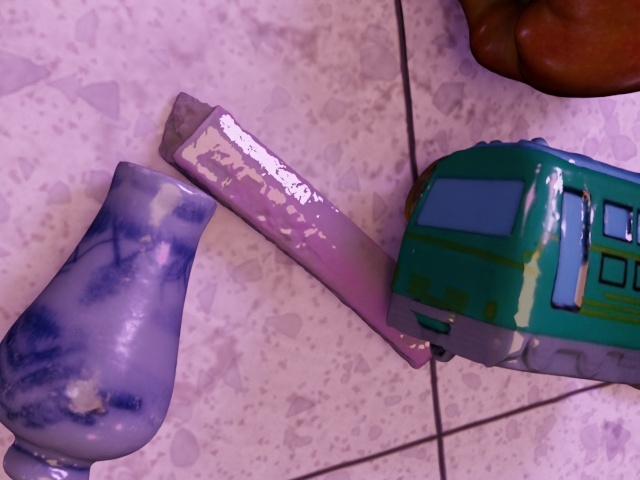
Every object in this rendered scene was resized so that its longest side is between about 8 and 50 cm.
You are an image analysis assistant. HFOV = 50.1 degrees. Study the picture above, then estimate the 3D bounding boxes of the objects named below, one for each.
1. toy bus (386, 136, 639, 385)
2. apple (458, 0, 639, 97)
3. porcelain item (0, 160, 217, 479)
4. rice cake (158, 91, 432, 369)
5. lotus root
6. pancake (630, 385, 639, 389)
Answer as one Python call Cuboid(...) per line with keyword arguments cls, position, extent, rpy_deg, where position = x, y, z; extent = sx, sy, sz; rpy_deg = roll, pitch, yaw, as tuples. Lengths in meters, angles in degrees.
Cuboid(cls="toy bus", position=(0.248, 0.031, 0.636), extent=(0.344, 0.184, 0.199), rpy_deg=(12, 90, -27))
Cuboid(cls="apple", position=(0.278, -0.269, 0.598), extent=(0.317, 0.288, 0.288), rpy_deg=(-24, 106, -6))
Cuboid(cls="porcelain item", position=(-0.171, 0.070, 0.555), extent=(0.141, 0.141, 0.259), rpy_deg=(26, 79, -22))
Cuboid(cls="rice cake", position=(0.000, 0.000, 0.646), extent=(0.365, 0.056, 0.072), rpy_deg=(42, 81, -22))
Cuboid(cls="lotus root", position=(0.123, -0.052, 0.686), extent=(0.099, 0.054, 0.049), rpy_deg=(-52, 134, -4))
Cuboid(cls="pancake", position=(0.421, 0.077, 0.821), extent=(0.242, 0.050, 0.241), rpy_deg=(-3, 100, -20))
